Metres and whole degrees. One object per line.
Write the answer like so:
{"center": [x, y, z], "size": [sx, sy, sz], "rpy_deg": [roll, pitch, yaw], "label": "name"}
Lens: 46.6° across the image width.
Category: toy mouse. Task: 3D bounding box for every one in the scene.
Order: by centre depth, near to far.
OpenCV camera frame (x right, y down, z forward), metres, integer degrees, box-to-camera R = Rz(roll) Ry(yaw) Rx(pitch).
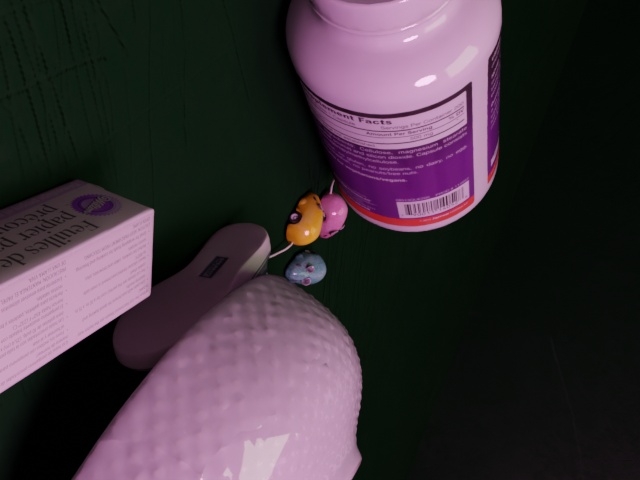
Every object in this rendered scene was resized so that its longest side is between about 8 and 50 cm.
{"center": [0.000, 0.000, 0.842], "size": [0.161, 0.031, 0.143], "rpy_deg": [-61, 157, -27], "label": "toy mouse"}

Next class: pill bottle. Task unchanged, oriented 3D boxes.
{"center": [0.075, -0.151, 0.689], "size": [0.181, 0.181, 0.323], "rpy_deg": [-64, 158, -19], "label": "pill bottle"}

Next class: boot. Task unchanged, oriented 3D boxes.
{"center": [-0.092, 0.066, 0.606], "size": [0.190, 0.069, 0.086], "rpy_deg": [-47, 143, -50], "label": "boot"}

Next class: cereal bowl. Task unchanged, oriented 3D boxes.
{"center": [-0.066, 0.202, 0.594], "size": [0.339, 0.141, 0.339], "rpy_deg": [-55, 167, -19], "label": "cereal bowl"}

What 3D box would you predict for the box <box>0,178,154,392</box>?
{"center": [-0.199, 0.055, 0.333], "size": [0.324, 0.063, 0.067], "rpy_deg": [-40, 144, -55], "label": "box"}
